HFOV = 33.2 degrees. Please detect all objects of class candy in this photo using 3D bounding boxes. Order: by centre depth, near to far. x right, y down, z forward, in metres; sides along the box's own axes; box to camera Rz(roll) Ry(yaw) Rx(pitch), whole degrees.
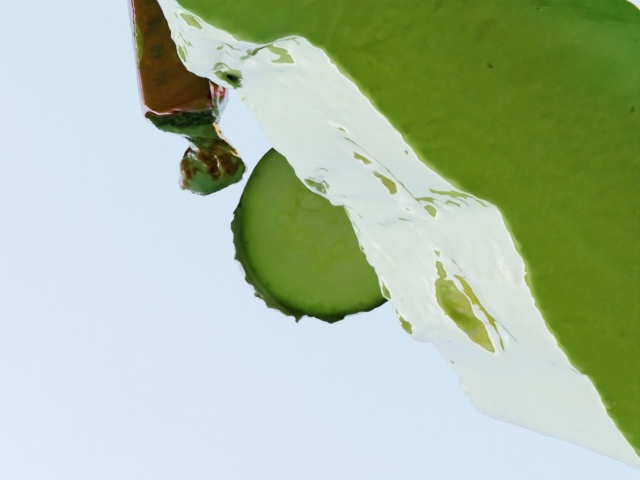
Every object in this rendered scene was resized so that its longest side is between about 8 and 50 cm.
[{"bbox_3d":[-0.118,-0.174,0.906,0.086,0.059,0.292,-13,-105,14],"label":"candy"}]

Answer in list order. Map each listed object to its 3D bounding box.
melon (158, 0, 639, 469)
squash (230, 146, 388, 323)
[{"bbox_3d":[0.059,-0.040,0.432,0.323,0.196,0.124,48,-118,-27],"label":"melon"},{"bbox_3d":[0.000,0.000,0.709,0.123,0.186,0.123,1,-97,-4],"label":"squash"}]
